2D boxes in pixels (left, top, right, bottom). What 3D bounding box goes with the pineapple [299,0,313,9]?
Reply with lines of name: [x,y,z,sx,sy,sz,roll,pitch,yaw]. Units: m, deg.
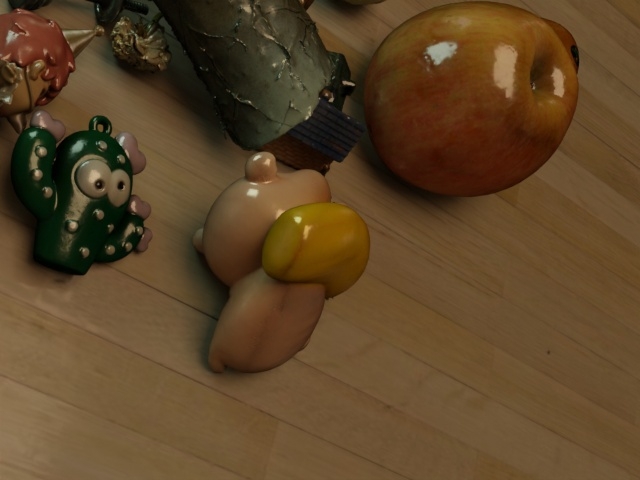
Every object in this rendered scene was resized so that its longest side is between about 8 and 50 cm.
pineapple: [-0.125,-0.501,1.763,0.251,0.125,0.125,37,55,-9]

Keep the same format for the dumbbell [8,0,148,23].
dumbbell: [-0.386,-0.397,1.524,0.254,0.110,0.110,6,70,-43]

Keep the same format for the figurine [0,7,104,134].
figurine: [-0.455,-0.232,1.372,0.387,0.207,0.166,-45,123,-52]

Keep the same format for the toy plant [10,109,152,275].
toy plant: [-0.348,-0.072,1.422,0.232,0.112,0.243,-9,96,-50]

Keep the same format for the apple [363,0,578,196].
apple: [0.294,-0.274,1.837,0.391,0.346,0.392,13,70,-39]

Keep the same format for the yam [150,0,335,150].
yam: [-0.140,-0.354,1.564,0.241,0.241,0.348,-53,124,-37]

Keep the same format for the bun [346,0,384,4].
bun: [0.059,-0.562,1.895,0.220,0.134,0.221,17,64,-40]

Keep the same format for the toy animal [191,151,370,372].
toy animal: [-0.077,0.024,1.541,0.247,0.345,0.277,37,32,21]

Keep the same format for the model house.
model house: [-0.002,-0.235,1.707,0.166,0.172,0.183,24,61,-28]

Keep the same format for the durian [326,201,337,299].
durian: [0.009,-0.002,1.686,0.137,0.095,0.221,0,80,-37]

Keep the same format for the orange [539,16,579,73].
orange: [0.474,-0.397,2.118,0.206,0.206,0.206,14,66,-33]

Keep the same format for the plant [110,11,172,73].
plant: [-0.280,-0.335,1.562,0.104,0.116,0.122,29,81,2]
